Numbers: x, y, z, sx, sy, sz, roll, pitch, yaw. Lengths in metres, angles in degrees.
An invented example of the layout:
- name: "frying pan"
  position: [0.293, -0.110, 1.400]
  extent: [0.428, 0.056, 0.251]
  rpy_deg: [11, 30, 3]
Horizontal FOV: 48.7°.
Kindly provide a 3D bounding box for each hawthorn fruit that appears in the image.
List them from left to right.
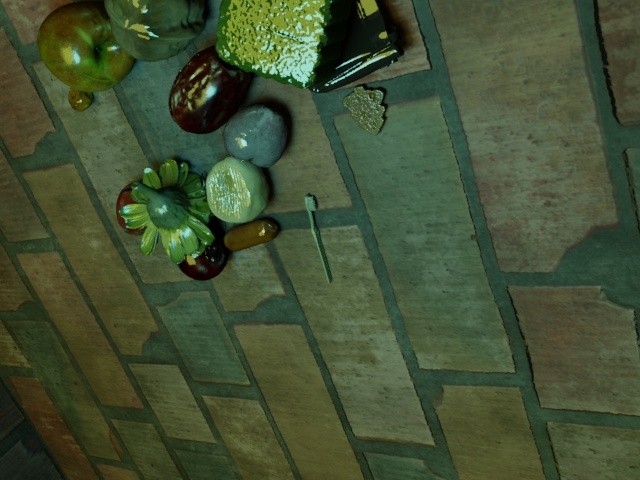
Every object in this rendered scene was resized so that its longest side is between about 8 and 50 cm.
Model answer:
- name: "hawthorn fruit"
  position: [-0.552, -0.101, 2.199]
  extent: [0.173, 0.173, 0.172]
  rpy_deg: [17, 128, 22]

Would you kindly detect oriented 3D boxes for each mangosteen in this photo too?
- name: "mangosteen"
  position: [-0.376, 0.033, 2.183]
  extent: [0.200, 0.200, 0.199]
  rpy_deg: [17, 128, 22]

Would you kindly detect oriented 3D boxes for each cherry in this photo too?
- name: "cherry"
  position: [-0.168, -0.276, 1.839]
  extent: [0.176, 0.140, 0.176]
  rpy_deg: [-7, 121, -11]

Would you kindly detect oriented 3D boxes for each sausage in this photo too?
- name: "sausage"
  position: [-0.206, -0.017, 2.093]
  extent: [0.198, 0.076, 0.076]
  rpy_deg: [-15, 112, 39]

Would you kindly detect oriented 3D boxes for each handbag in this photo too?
- name: "handbag"
  position: [0.038, -0.495, 1.581]
  extent: [0.257, 0.113, 0.285]
  rpy_deg: [-14, 105, 32]

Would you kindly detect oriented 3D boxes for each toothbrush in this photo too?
- name: "toothbrush"
  position: [-0.005, 0.000, 2.011]
  extent: [0.028, 0.026, 0.294]
  rpy_deg: [6, 124, 28]

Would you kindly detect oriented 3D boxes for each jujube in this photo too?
- name: "jujube"
  position: [-0.285, -0.378, 1.821]
  extent: [0.183, 0.183, 0.243]
  rpy_deg: [48, 128, -5]

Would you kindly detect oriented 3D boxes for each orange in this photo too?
- name: "orange"
  position: [-0.725, -0.429, 2.143]
  extent: [0.086, 0.062, 0.086]
  rpy_deg: [-10, 73, 38]

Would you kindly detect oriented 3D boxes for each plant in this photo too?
- name: "plant"
  position: [-0.424, -0.116, 2.030]
  extent: [0.306, 0.261, 0.297]
  rpy_deg: [33, 143, 24]

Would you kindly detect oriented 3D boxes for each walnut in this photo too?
- name: "walnut"
  position: [-0.409, -0.564, 1.739]
  extent: [0.248, 0.248, 0.248]
  rpy_deg: [17, 128, 22]

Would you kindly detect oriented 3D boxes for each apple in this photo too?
- name: "apple"
  position: [-0.643, -0.535, 1.940]
  extent: [0.226, 0.246, 0.246]
  rpy_deg: [27, 134, 39]

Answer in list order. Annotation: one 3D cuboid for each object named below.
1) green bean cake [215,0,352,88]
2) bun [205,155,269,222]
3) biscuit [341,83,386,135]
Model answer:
- name: "green bean cake"
  position: [-0.076, -0.467, 1.489]
  extent: [0.250, 0.156, 0.246]
  rpy_deg: [21, 119, 14]
- name: "bun"
  position: [-0.227, -0.150, 1.984]
  extent: [0.179, 0.128, 0.193]
  rpy_deg: [3, 111, 31]
- name: "biscuit"
  position: [0.115, -0.316, 1.718]
  extent: [0.119, 0.019, 0.130]
  rpy_deg: [-5, 117, 34]
